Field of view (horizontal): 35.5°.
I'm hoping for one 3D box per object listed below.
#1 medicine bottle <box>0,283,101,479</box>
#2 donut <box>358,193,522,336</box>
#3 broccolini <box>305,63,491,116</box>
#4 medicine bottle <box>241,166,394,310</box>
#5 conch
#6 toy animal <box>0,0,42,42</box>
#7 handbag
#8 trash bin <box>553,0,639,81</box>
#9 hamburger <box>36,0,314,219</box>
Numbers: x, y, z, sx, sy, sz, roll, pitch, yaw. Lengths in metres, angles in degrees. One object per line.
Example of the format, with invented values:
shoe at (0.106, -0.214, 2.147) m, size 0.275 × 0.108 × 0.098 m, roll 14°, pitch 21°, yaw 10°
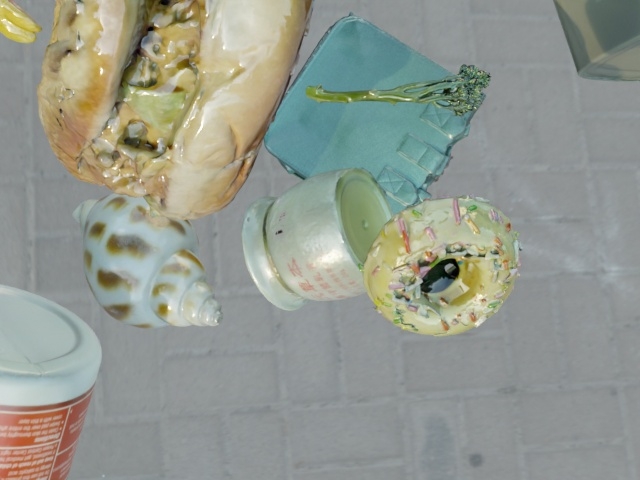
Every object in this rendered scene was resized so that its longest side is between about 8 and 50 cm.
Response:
medicine bottle at (-0.399, 0.197, 1.140) m, size 0.252 × 0.252 × 0.241 m, roll 17°, pitch 103°, yaw -8°
donut at (0.129, 0.032, 1.037) m, size 0.174 × 0.175 × 0.068 m, roll 0°, pitch 40°, yaw -12°
broccolini at (0.077, -0.155, 1.028) m, size 0.194 × 0.052 × 0.054 m, roll 3°, pitch 102°, yaw 10°
medicine bottle at (0.000, 0.000, 1.163) m, size 0.147 × 0.143 × 0.147 m, roll 33°, pitch 48°, yaw -46°
conch at (-0.223, 0.028, 1.294) m, size 0.148 × 0.183 × 0.275 m, roll -32°, pitch 56°, yaw 4°
toy animal at (-0.354, -0.254, 1.011) m, size 0.159 × 0.083 × 0.070 m, roll 28°, pitch 67°, yaw -19°
handbag at (0.079, -0.176, 1.558) m, size 0.274 × 0.100 × 0.269 m, roll 31°, pitch 88°, yaw 13°
trash bin at (0.377, -0.336, 1.199) m, size 0.219 × 0.219 × 0.250 m, roll -5°, pitch 77°, yaw -36°
hamburger at (-0.083, -0.155, 0.592) m, size 0.146 × 0.243 × 0.286 m, roll 6°, pitch 110°, yaw -15°
